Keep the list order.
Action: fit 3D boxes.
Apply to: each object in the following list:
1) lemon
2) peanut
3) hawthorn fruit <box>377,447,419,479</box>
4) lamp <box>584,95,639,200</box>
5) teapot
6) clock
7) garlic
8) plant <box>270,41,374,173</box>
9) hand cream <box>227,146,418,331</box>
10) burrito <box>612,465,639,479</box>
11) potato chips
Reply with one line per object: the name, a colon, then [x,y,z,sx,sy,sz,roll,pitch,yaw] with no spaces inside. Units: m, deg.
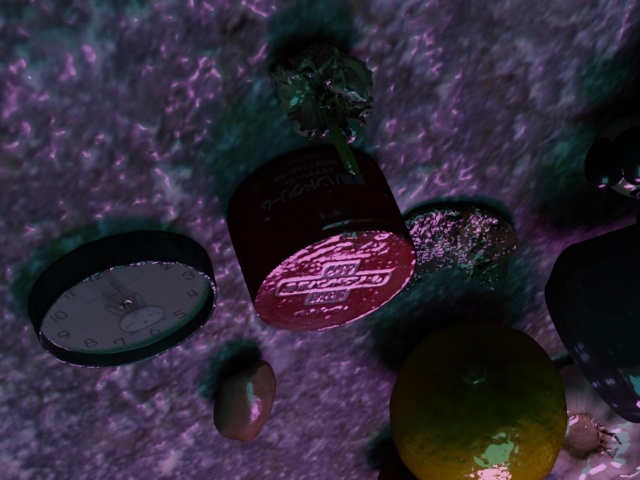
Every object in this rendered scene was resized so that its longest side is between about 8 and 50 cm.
lemon: [0.215,0.238,1.876,0.245,0.245,0.320,-21,152,-2]
peanut: [-0.097,0.209,1.809,0.076,0.076,0.152,-6,140,-23]
hawthorn fruit: [0.165,0.386,2.134,0.185,0.185,0.202,-27,132,7]
lamp: [0.419,-0.128,1.529,0.198,0.197,0.244,13,143,-42]
teapot: [0.470,0.038,1.694,0.344,0.300,0.253,-34,122,20]
clock: [-0.221,0.072,1.564,0.215,0.042,0.215,-15,147,-10]
garlic: [0.432,0.267,2.168,0.199,0.199,0.226,-40,176,26]
plant: [0.006,-0.124,1.346,0.104,0.122,0.116,-22,157,21]
hand cream: [0.000,0.000,1.512,0.193,0.125,0.193,-16,147,-11]
burrito: [0.549,0.317,2.347,0.117,0.076,0.392,-6,143,-12]
potato chips: [0.149,0.021,1.721,0.220,0.029,0.202,-7,142,-19]
